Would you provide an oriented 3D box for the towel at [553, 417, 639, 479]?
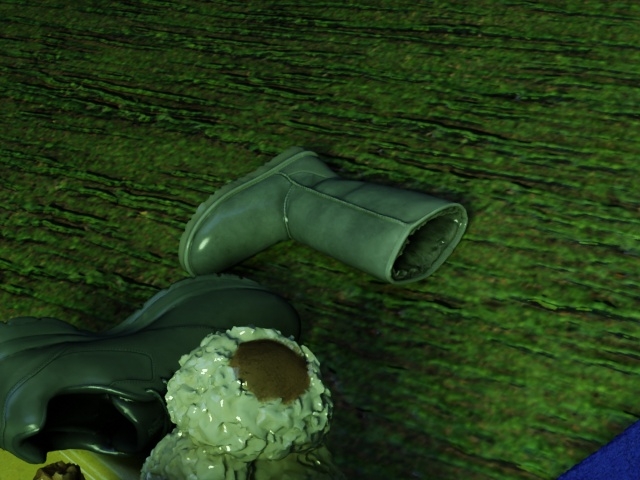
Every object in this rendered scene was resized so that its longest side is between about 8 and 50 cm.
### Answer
[{"bbox_3d":[0.211,0.221,0.705,0.228,0.076,0.308,-39,32,22],"label":"towel"}]

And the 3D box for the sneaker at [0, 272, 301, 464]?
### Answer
[{"bbox_3d":[-0.132,0.111,1.003,0.286,0.109,0.130,-15,33,-29],"label":"sneaker"}]

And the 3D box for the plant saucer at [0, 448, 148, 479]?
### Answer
[{"bbox_3d":[-0.281,0.241,0.996,0.333,0.081,0.333,-42,41,-22],"label":"plant saucer"}]

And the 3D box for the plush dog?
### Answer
[{"bbox_3d":[-0.081,0.210,0.846,0.225,0.262,0.211,-30,4,-22],"label":"plush dog"}]

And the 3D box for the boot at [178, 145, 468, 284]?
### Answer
[{"bbox_3d":[-0.001,-0.001,1.149,0.190,0.076,0.208,-42,48,-18],"label":"boot"}]
